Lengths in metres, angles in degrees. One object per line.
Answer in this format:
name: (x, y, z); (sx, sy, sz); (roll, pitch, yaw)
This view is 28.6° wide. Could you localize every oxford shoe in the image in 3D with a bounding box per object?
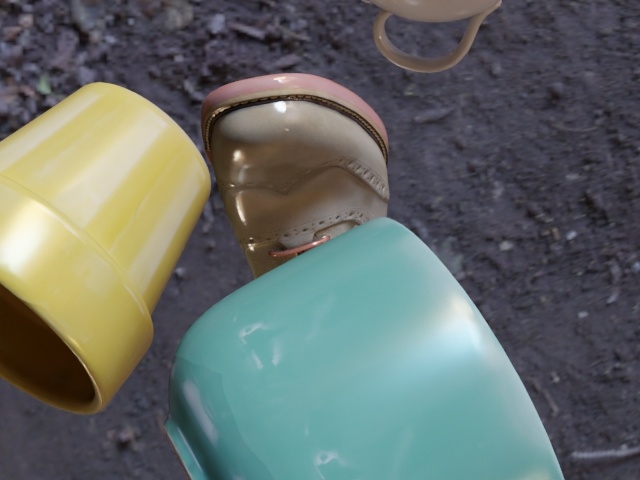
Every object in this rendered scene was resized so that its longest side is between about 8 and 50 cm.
oxford shoe: (0.000, 0.000, 1.031); (0.140, 0.397, 0.147); (-10, 65, 10)

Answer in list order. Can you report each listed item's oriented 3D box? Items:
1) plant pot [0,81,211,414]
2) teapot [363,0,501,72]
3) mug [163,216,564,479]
plant pot: (-0.234, -0.008, 1.165); (0.254, 0.239, 0.254); (27, 150, 17)
teapot: (0.083, -0.332, 1.314); (0.187, 0.252, 0.256); (-12, 76, 29)
mug: (0.013, 0.083, 0.419); (0.158, 0.097, 0.129); (65, 168, -10)
